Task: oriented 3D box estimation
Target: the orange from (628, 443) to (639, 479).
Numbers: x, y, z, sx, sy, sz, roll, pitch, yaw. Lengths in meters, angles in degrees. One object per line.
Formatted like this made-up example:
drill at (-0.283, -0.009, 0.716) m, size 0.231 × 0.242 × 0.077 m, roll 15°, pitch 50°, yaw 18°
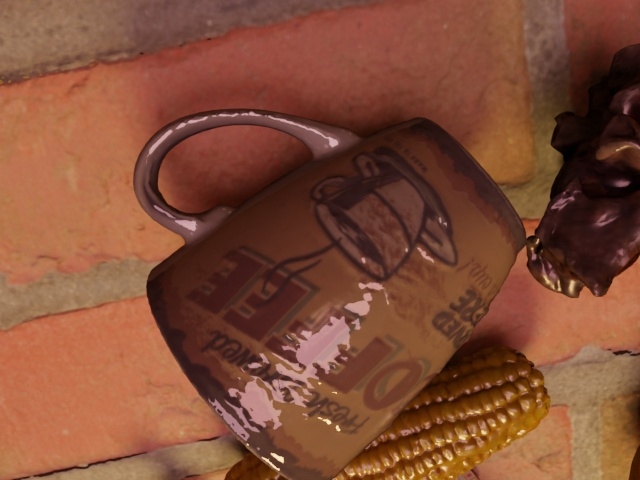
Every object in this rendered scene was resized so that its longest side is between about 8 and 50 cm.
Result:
orange at (0.461, 0.276, 0.663) m, size 0.279 × 0.235 × 0.279 m, roll 24°, pitch 146°, yaw 18°

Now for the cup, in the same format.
cup at (0.000, 0.000, 0.539) m, size 0.257 × 0.227 × 0.301 m, roll -42°, pitch 98°, yaw 1°

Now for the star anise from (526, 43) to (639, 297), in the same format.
star anise at (0.224, -0.059, 0.529) m, size 0.099 × 0.220 × 0.214 m, roll 27°, pitch 105°, yaw 13°

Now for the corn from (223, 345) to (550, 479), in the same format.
corn at (0.060, 0.217, 0.675) m, size 0.363 × 0.120 × 0.120 m, roll -27°, pitch 114°, yaw 7°

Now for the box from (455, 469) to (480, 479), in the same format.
box at (0.142, 0.289, 0.772) m, size 0.083 × 0.012 × 0.046 m, roll -34°, pitch 112°, yaw 12°
